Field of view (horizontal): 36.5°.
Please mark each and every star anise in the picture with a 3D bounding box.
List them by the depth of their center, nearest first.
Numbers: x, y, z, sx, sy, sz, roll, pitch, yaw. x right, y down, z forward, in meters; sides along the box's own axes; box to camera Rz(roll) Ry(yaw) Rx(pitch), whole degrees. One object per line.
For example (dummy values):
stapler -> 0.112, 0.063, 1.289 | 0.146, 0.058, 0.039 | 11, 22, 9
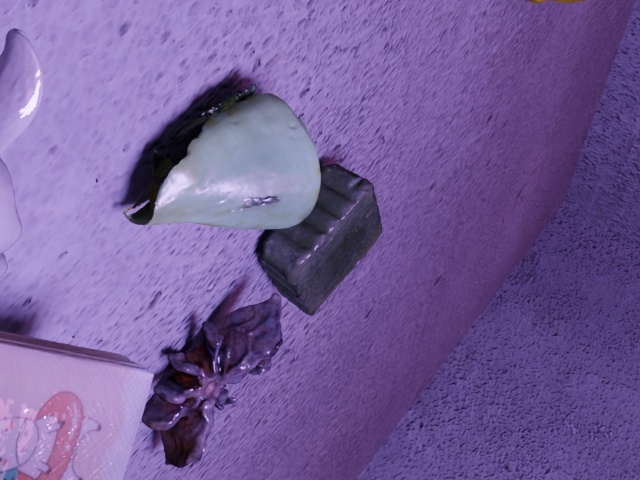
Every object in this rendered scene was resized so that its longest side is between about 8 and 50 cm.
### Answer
star anise -> -0.138, 0.185, 1.325 | 0.257, 0.111, 0.198 | -45, 157, -18

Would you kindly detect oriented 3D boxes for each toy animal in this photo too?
toy animal -> -0.257, -0.053, 0.700 | 0.220, 0.104, 0.131 | -61, 159, 7

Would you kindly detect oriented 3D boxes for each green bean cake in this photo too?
green bean cake -> 0.000, 0.000, 1.412 | 0.185, 0.094, 0.183 | -53, 160, -15

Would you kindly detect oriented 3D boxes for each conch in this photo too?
conch -> -0.095, -0.088, 1.062 | 0.143, 0.137, 0.251 | -40, 150, 29

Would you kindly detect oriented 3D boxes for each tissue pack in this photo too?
tissue pack -> -0.290, 0.157, 0.799 | 0.325, 0.071, 0.170 | 24, 83, -53

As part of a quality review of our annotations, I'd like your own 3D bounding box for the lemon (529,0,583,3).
lemon -> 0.357, -0.482, 1.363 | 0.310, 0.253, 0.253 | -67, 159, 9
